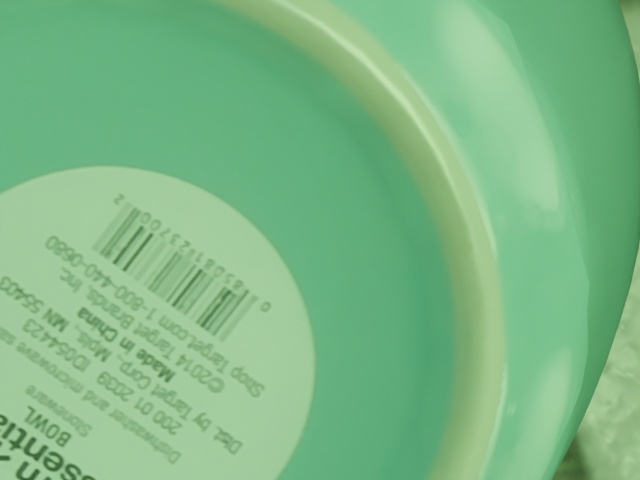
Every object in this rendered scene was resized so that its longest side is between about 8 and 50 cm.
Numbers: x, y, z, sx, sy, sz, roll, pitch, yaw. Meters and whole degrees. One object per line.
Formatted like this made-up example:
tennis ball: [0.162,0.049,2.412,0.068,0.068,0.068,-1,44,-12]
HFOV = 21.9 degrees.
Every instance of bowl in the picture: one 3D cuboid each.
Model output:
bowl: [-0.052,0.003,0.426,0.312,0.163,0.311,-1,103,-2]
